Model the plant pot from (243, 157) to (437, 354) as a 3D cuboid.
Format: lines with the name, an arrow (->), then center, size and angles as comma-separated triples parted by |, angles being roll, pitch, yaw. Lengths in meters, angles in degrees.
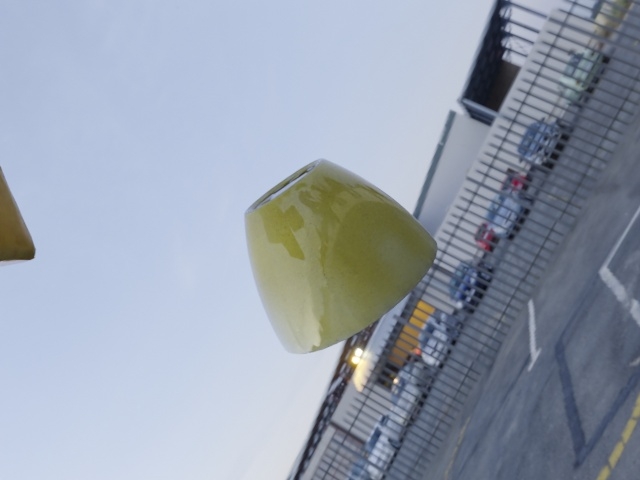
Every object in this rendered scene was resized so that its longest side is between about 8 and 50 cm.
plant pot -> 0.000, 0.000, 0.413 | 0.134, 0.095, 0.134 | -34, 13, 9

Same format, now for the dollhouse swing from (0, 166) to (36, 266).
dollhouse swing -> -0.397, -0.027, 0.224 | 0.305, 0.315, 0.346 | -33, -11, 21
